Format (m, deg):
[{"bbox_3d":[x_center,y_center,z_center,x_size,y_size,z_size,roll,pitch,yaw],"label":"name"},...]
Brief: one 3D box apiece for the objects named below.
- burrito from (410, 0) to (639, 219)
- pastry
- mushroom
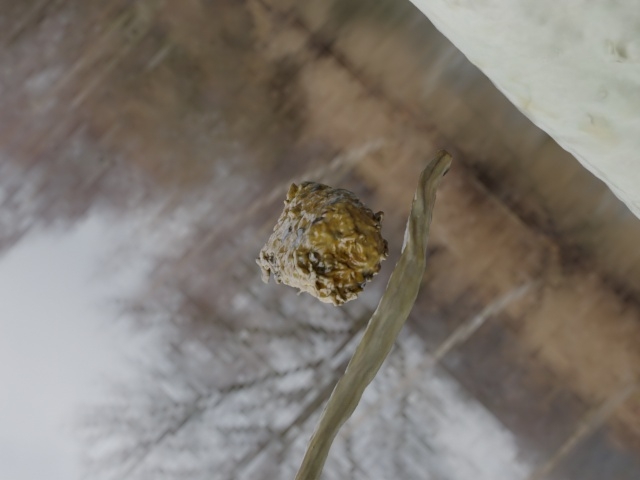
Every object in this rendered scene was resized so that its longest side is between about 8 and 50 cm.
[{"bbox_3d":[0.145,-0.066,0.620,0.299,0.143,0.105,37,146,-29],"label":"burrito"},{"bbox_3d":[0.000,0.000,1.210,0.056,0.080,0.140,34,172,-20],"label":"pastry"},{"bbox_3d":[0.015,0.056,0.734,0.028,0.286,0.026,12,133,7],"label":"mushroom"}]
